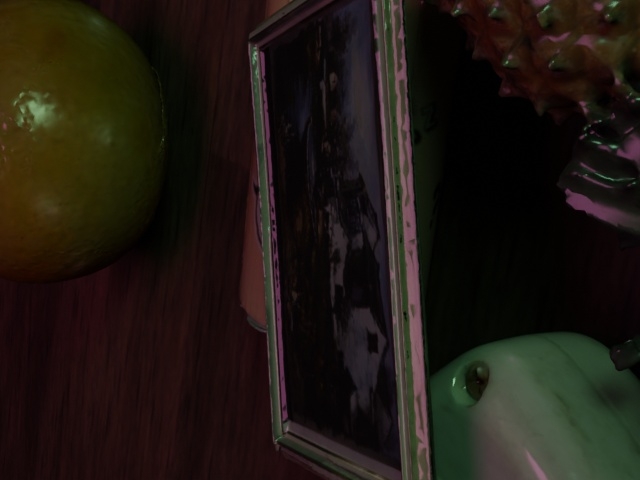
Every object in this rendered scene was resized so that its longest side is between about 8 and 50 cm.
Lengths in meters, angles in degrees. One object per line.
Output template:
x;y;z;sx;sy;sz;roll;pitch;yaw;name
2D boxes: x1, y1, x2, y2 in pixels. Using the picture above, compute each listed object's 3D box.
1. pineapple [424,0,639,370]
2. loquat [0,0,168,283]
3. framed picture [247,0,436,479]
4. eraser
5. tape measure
0.171;-0.047;0.474;0.165;0.165;0.365;-38;72;48;pineapple
-0.256;-0.092;0.954;0.263;0.263;0.263;6;98;53;loquat
0.000;0.000;0.601;0.232;0.019;0.296;176;90;-70;framed picture
0.020;-0.069;0.703;0.171;0.087;0.291;24;112;48;eraser
0.111;0.202;0.569;0.265;0.130;0.258;58;139;33;tape measure
